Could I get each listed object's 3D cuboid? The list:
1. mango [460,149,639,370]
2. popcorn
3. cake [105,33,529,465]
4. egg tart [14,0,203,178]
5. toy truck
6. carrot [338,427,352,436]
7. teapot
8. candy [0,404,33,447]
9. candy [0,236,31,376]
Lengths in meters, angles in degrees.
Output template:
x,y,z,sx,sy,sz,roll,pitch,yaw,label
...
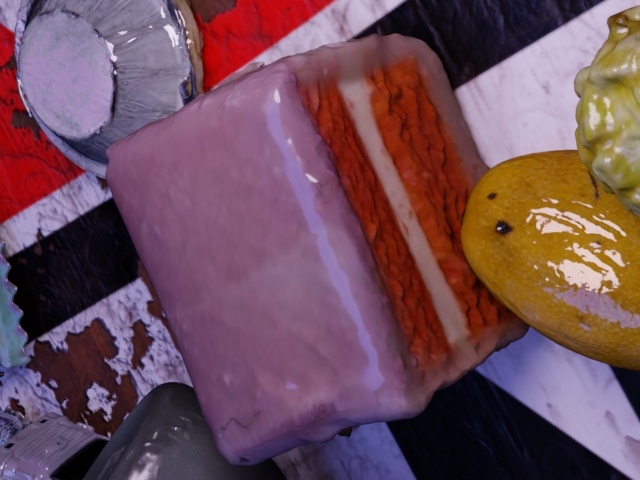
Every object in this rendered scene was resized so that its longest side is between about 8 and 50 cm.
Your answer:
x,y,z,sx,sy,sz,roll,pitch,yaw,label
0.227,0.013,1.273,0.262,0.157,0.109,21,155,27,mango
0.277,-0.092,1.181,0.187,0.185,0.167,-1,103,29,popcorn
0.000,0.000,1.373,0.230,0.237,0.309,-18,94,38,cake
-0.213,-0.164,1.557,0.234,0.094,0.234,14,114,34,egg tart
-0.264,0.372,1.751,0.178,0.176,0.363,9,113,23,toy truck
-0.027,0.070,1.542,0.061,0.061,0.256,-18,106,38,carrot
-0.068,0.269,1.518,0.285,0.223,0.305,35,129,-9,teapot
-0.404,0.216,1.840,0.226,0.094,0.051,11,152,42,candy
-0.505,0.060,1.809,0.398,0.172,0.263,-16,102,25,candy
